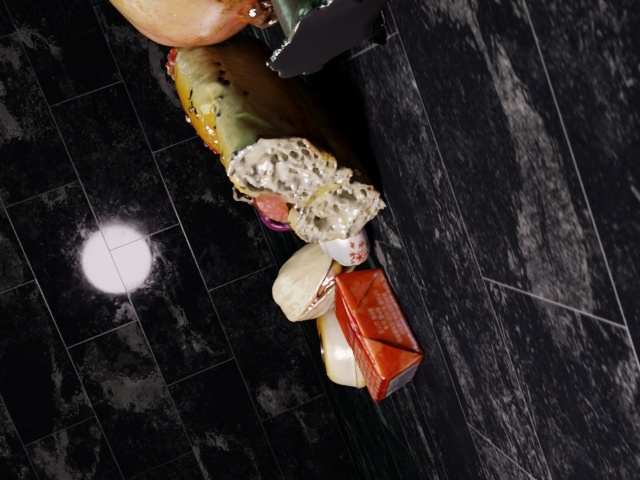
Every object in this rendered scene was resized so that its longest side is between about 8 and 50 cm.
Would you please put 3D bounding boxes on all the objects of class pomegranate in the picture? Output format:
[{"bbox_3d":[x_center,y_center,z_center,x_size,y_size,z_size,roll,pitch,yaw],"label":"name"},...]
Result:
[{"bbox_3d":[-0.183,-0.446,1.245,0.338,0.338,0.338,158,90,-81],"label":"pomegranate"}]

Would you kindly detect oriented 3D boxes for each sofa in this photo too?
[{"bbox_3d":[-0.013,-0.320,0.927,0.258,0.182,0.200,145,104,-81],"label":"sofa"}]

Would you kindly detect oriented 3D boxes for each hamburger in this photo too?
[{"bbox_3d":[0.070,0.238,1.911,0.237,0.147,0.237,169,90,-87],"label":"hamburger"}]

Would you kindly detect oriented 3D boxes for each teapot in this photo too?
[{"bbox_3d":[0.045,-0.020,1.613,0.159,0.116,0.245,50,170,28],"label":"teapot"}]

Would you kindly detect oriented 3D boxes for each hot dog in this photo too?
[{"bbox_3d":[-0.090,-0.193,1.401,0.367,0.196,0.365,33,-154,-52],"label":"hot dog"}]

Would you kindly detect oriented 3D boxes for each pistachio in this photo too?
[{"bbox_3d":[-0.010,0.088,1.820,0.229,0.157,0.157,-45,58,33],"label":"pistachio"}]

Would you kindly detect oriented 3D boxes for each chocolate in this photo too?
[{"bbox_3d":[0.114,0.191,1.660,0.237,0.108,0.235,86,160,-67],"label":"chocolate"}]

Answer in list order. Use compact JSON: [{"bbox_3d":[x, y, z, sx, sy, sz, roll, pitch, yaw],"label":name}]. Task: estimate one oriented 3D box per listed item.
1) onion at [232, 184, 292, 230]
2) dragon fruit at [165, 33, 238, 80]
[{"bbox_3d":[-0.104,-0.132,1.998,0.207,0.200,0.200,41,176,-12],"label":"onion"},{"bbox_3d":[-0.291,-0.487,2.173,0.210,0.205,0.268,55,-145,-29],"label":"dragon fruit"}]
